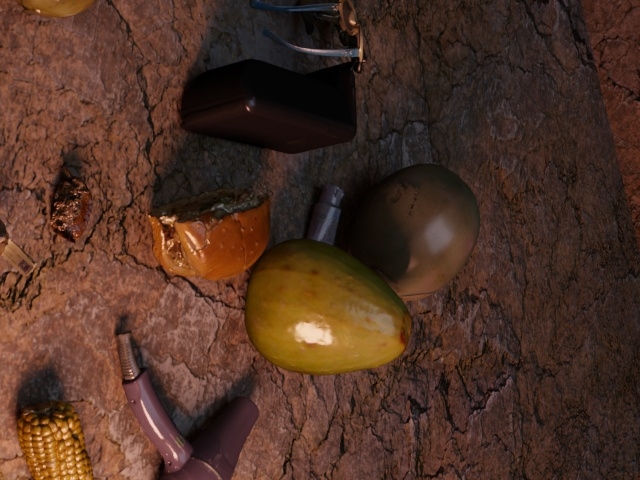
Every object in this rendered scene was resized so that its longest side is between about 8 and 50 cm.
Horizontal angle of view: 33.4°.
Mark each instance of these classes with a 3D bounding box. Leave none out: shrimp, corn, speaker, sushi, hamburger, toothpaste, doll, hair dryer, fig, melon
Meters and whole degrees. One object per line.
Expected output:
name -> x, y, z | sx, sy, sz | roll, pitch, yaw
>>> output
shrimp -> 0.026, -0.442, 2.236 | 0.150, 0.051, 0.217 | 2, 57, -40
corn -> -0.402, 0.399, 1.676 | 0.102, 0.102, 0.313 | -26, 112, -50
speaker -> -0.083, -0.284, 2.053 | 0.388, 0.180, 0.184 | 6, 77, -53
sushi -> -0.405, -0.056, 1.720 | 0.055, 0.052, 0.120 | 38, 61, -63
hamburger -> -0.181, -0.008, 1.933 | 0.283, 0.144, 0.157 | -21, 106, -53
toothpaste -> 0.000, 0.000, 2.247 | 0.089, 0.057, 0.234 | 20, 80, -49
doll -> -0.512, -0.010, 1.532 | 0.115, 0.105, 0.221 | -50, 138, 7
hair dryer -> -0.252, 0.297, 1.880 | 0.361, 0.121, 0.301 | 63, 36, -22
fig -> 0.015, 0.142, 2.049 | 0.258, 0.326, 0.258 | 20, 90, -78
melon -> 0.202, -0.017, 2.330 | 0.330, 0.268, 0.268 | -49, 127, -26

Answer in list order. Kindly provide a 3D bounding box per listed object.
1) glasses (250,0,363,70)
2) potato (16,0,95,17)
glasses -> -0.013, -0.435, 2.092 | 0.220, 0.088, 0.190 | 11, 38, -24
potato -> -0.400, -0.522, 1.609 | 0.269, 0.219, 0.359 | -22, 114, -41
